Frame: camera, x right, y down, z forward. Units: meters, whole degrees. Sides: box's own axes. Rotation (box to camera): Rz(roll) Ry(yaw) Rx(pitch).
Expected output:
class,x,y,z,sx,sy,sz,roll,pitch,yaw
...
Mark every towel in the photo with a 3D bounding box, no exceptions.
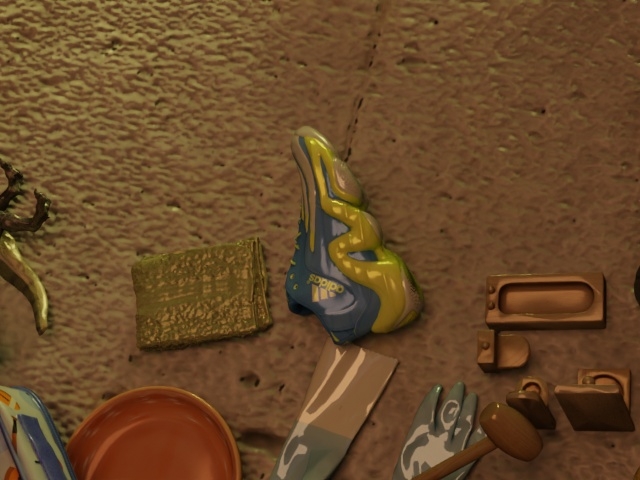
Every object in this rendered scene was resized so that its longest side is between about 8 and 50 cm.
class,x,y,z,sx,sy,sz,roll,pitch,yaw
towel,-0.125,0.058,1.702,0.148,0.027,0.110,-11,67,12

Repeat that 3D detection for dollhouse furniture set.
class,x,y,z,sx,sy,sz,roll,pitch,yaw
dollhouse furniture set,0.214,0.088,1.527,0.144,0.123,0.151,-2,68,17

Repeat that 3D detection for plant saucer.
class,x,y,z,sx,sy,sz,roll,pitch,yaw
plant saucer,-0.169,0.246,1.635,0.199,0.037,0.200,-7,66,15

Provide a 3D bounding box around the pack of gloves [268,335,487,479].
class,x,y,z,sx,sy,sz,roll,pitch,yaw
pack of gloves,0.045,0.219,1.573,0.195,0.046,0.232,16,75,24

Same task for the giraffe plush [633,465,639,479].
class,x,y,z,sx,sy,sz,roll,pitch,yaw
giraffe plush,0.364,0.166,1.421,0.181,0.170,0.210,12,73,22

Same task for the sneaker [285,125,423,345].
class,x,y,z,sx,sy,sz,roll,pitch,yaw
sneaker,0.000,0.000,1.651,0.126,0.091,0.240,-31,64,4

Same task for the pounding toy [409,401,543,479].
class,x,y,z,sx,sy,sz,roll,pitch,yaw
pounding toy,0.146,0.292,1.489,0.154,0.155,0.270,32,93,-11

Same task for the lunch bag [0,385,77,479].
class,x,y,z,sx,sy,sz,roll,pitch,yaw
lunch bag,-0.327,0.299,1.600,0.243,0.115,0.303,-37,63,14

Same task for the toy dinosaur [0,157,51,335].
class,x,y,z,sx,sy,sz,roll,pitch,yaw
toy dinosaur,-0.354,-0.018,1.793,0.268,0.064,0.118,38,87,22

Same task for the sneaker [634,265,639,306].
class,x,y,z,sx,sy,sz,roll,pitch,yaw
sneaker,0.409,0.038,1.517,0.227,0.130,0.087,-17,66,41
